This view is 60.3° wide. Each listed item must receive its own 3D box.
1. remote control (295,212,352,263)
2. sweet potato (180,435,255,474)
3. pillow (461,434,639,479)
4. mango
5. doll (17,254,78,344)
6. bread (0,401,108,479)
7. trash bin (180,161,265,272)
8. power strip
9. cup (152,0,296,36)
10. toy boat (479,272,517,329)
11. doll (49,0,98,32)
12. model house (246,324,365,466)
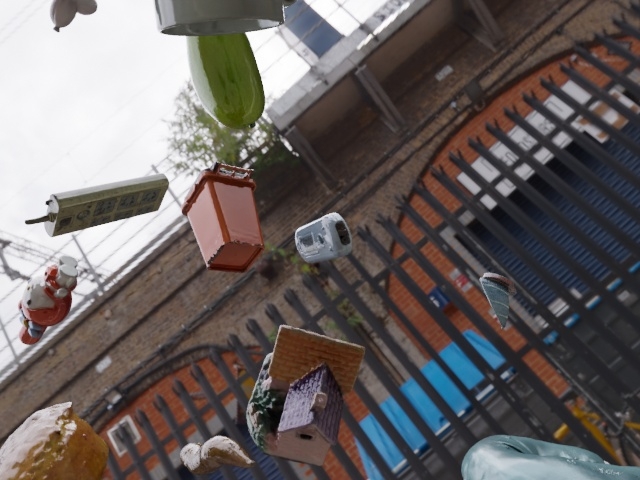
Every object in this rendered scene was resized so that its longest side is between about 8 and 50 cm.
[{"bbox_3d":[0.000,0.000,1.122,0.047,0.087,0.244,-17,-1,-20],"label":"remote control"},{"bbox_3d":[-0.211,0.419,1.073,0.059,0.067,0.281,-6,-19,-33],"label":"sweet potato"},{"bbox_3d":[0.275,0.273,0.627,0.214,0.086,0.233,-1,-12,-10],"label":"pillow"},{"bbox_3d":[-0.241,-0.433,1.336,0.156,0.192,0.343,-37,-51,-32],"label":"mango"},{"bbox_3d":[-0.761,0.168,1.532,0.130,0.161,0.290,21,-60,-42],"label":"doll"},{"bbox_3d":[-0.509,0.441,0.963,0.312,0.172,0.312,-43,19,19],"label":"bread"},{"bbox_3d":[-0.226,-0.054,1.352,0.161,0.239,0.184,8,-45,-38],"label":"trash bin"},{"bbox_3d":[-0.392,-0.063,0.985,0.268,0.034,0.092,-22,-24,-47],"label":"power strip"},{"bbox_3d":[-0.129,-0.431,0.811,0.258,0.186,0.234,-19,-69,-47],"label":"cup"},{"bbox_3d":[0.396,0.133,1.228,0.034,0.096,0.122,123,169,-48],"label":"toy boat"},{"bbox_3d":[-0.382,-0.406,0.840,0.160,0.059,0.161,119,174,-81],"label":"doll"},{"bbox_3d":[-0.039,0.309,1.170,0.237,0.202,0.237,-68,-3,-45],"label":"model house"}]
